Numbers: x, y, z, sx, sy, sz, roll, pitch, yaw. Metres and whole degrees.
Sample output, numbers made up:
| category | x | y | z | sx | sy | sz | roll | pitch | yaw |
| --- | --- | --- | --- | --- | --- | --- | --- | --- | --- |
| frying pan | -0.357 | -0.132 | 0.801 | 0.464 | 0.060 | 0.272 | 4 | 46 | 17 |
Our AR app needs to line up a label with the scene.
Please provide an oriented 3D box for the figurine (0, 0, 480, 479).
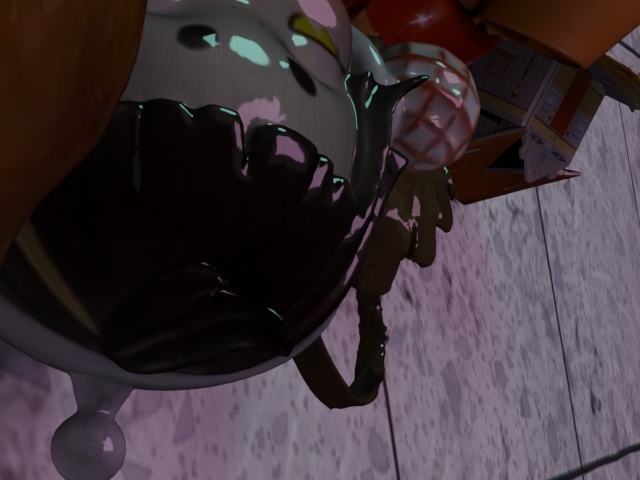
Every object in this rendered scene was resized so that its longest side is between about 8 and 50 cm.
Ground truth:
| category | x | y | z | sx | sy | sz | roll | pitch | yaw |
| --- | --- | --- | --- | --- | --- | --- | --- | --- | --- |
| figurine | -0.071 | -0.088 | 0.652 | 0.281 | 0.167 | 0.370 | 16 | 47 | -27 |

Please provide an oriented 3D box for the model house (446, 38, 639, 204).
| category | x | y | z | sx | sy | sz | roll | pitch | yaw |
| --- | --- | --- | --- | --- | --- | --- | --- | --- | --- |
| model house | 0.126 | -0.091 | 1.185 | 0.136 | 0.207 | 0.219 | -62 | 157 | 3 |

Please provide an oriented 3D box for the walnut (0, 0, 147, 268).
| category | x | y | z | sx | sy | sz | roll | pitch | yaw |
| --- | --- | --- | --- | --- | --- | --- | --- | --- | --- |
| walnut | -0.141 | -0.114 | 0.427 | 0.298 | 0.203 | 0.203 | 68 | 23 | -8 |

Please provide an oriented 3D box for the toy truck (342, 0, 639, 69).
| category | x | y | z | sx | sy | sz | roll | pitch | yaw |
| --- | --- | --- | --- | --- | --- | --- | --- | --- | --- |
| toy truck | 0.094 | -0.224 | 1.010 | 0.189 | 0.239 | 0.265 | 17 | 64 | -67 |

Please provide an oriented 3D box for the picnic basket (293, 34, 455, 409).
| category | x | y | z | sx | sy | sz | roll | pitch | yaw |
| --- | --- | --- | --- | --- | --- | --- | --- | --- | --- |
| picnic basket | 0.000 | 0.000 | 0.804 | 0.128 | 0.138 | 0.178 | -65 | 139 | -53 |
